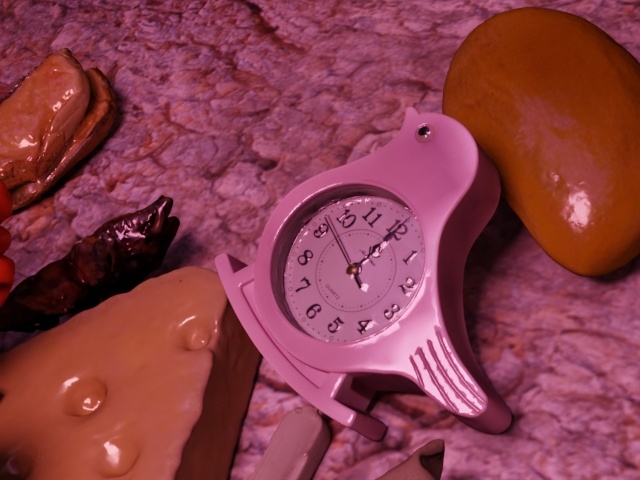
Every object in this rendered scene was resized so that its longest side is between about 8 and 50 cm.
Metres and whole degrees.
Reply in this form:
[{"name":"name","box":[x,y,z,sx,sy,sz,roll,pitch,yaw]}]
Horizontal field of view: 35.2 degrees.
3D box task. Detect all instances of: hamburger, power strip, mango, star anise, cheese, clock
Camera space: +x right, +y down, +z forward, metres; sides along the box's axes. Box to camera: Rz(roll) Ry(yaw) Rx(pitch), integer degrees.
[{"name":"hamburger","box":[-0.372,-0.136,1.357,0.131,0.124,0.262,33,73,24]},{"name":"power strip","box":[-0.045,0.228,0.899,0.048,0.030,0.191,11,56,33]},{"name":"mango","box":[0.243,-0.115,1.007,0.195,0.142,0.331,-31,50,0]},{"name":"star anise","box":[-0.250,0.054,1.100,0.272,0.102,0.272,-34,2,1]},{"name":"cheese","box":[-0.212,0.222,0.936,0.384,0.104,0.383,-15,44,14]},{"name":"clock","box":[0.078,0.044,0.911,0.275,0.080,0.290,-41,60,6]}]

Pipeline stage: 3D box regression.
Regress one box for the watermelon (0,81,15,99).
[{"name":"watermelon","box":[-0.447,-0.168,1.457,0.139,0.071,0.187,-7,38,12]}]

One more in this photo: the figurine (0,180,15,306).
[{"name":"figurine","box":[-0.404,0.114,0.871,0.306,0.241,0.411,-34,49,27]}]

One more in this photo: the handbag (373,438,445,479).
[{"name":"handbag","box":[0.059,0.318,0.706,0.253,0.109,0.316,-31,47,-6]}]
